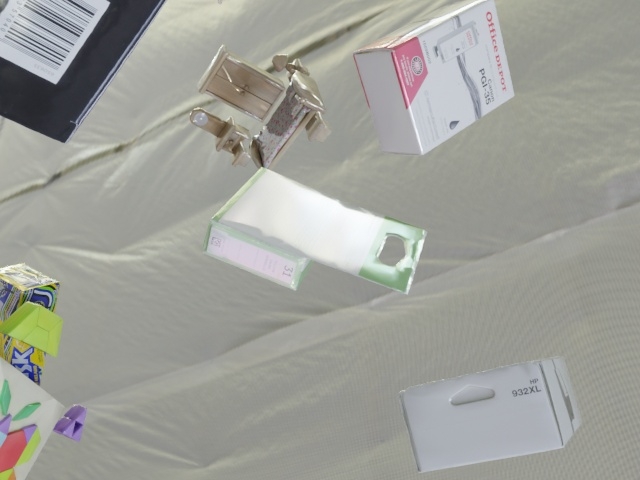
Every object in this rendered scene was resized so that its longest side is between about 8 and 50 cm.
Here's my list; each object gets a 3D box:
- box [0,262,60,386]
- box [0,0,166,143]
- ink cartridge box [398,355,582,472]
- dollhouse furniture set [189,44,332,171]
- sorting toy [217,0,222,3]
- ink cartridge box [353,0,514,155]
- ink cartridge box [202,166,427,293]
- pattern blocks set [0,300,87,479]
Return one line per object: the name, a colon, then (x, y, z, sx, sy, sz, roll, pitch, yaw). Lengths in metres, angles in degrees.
box: (-0.343, 0.116, 0.743, 0.059, 0.054, 0.168, 23, -73, 21)
box: (-0.205, -0.200, 0.491, 0.153, 0.108, 0.207, -46, -137, 21)
ink cartridge box: (0.289, 0.276, 1.097, 0.223, 0.307, 0.129, -18, -106, 22)
dollhouse furniture set: (-0.161, -0.252, 1.448, 0.303, 0.174, 0.355, -50, -147, 26)
sorting toy: (-0.124, -0.359, 0.875, 0.062, 0.012, 0.083, -106, -150, -49)
ink cartridge box: (0.222, -0.314, 1.271, 0.283, 0.207, 0.117, -34, -153, -27)
ink cartridge box: (0.000, 0.000, 0.813, 0.235, 0.056, 0.171, 23, -150, 5)
pattern blocks set: (-0.326, 0.197, 0.644, 0.026, 0.325, 0.285, 14, -104, 17)
